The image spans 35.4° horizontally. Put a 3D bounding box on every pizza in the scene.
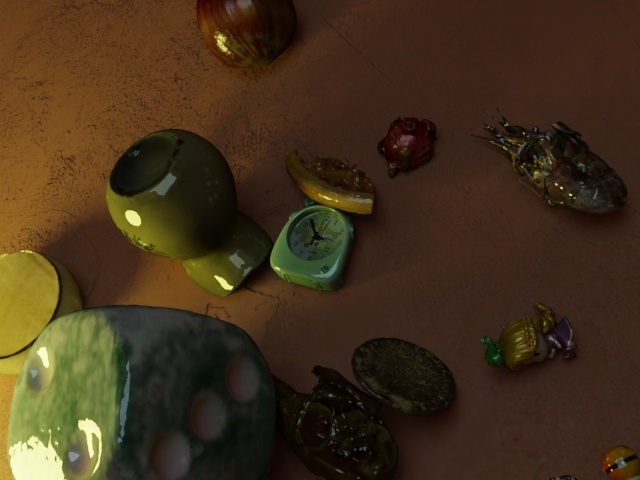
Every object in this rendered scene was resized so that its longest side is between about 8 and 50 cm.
[{"bbox_3d":[0.023,-0.119,1.971,0.134,0.056,0.271,-19,35,-21],"label":"pizza"}]

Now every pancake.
[{"bbox_3d":[0.144,0.232,1.728,0.199,0.021,0.199,16,32,-11],"label":"pancake"}]

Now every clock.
[{"bbox_3d":[0.000,-0.001,1.944,0.148,0.060,0.188,16,69,25],"label":"clock"}]

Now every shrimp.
[{"bbox_3d":[0.413,-0.146,1.858,0.145,0.116,0.343,-32,52,-28],"label":"shrimp"}]

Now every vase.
[{"bbox_3d":[-0.280,-0.072,1.971,0.241,0.302,0.329,-49,42,-10],"label":"vase"}]

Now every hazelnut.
[{"bbox_3d":[-0.158,-0.480,2.193,0.212,0.180,0.181,-25,30,3],"label":"hazelnut"}]

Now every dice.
[{"bbox_3d":[-0.296,0.308,1.668,0.331,0.328,0.348,-13,66,41],"label":"dice"}]

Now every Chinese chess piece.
[{"bbox_3d":[-0.611,0.146,2.038,0.257,0.104,0.257,-7,62,13],"label":"Chinese chess piece"}]

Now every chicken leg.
[{"bbox_3d":[-0.021,0.291,1.716,0.361,0.211,0.140,34,36,26],"label":"chicken leg"}]

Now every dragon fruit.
[{"bbox_3d":[0.170,-0.200,1.990,0.126,0.068,0.112,-27,58,1],"label":"dragon fruit"}]

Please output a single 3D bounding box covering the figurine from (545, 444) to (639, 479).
[{"bbox_3d":[0.491,0.462,1.473,0.323,0.196,0.319,-11,71,19],"label":"figurine"}]

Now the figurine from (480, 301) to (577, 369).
[{"bbox_3d":[0.350,0.165,1.729,0.156,0.094,0.114,-17,49,-1],"label":"figurine"}]
